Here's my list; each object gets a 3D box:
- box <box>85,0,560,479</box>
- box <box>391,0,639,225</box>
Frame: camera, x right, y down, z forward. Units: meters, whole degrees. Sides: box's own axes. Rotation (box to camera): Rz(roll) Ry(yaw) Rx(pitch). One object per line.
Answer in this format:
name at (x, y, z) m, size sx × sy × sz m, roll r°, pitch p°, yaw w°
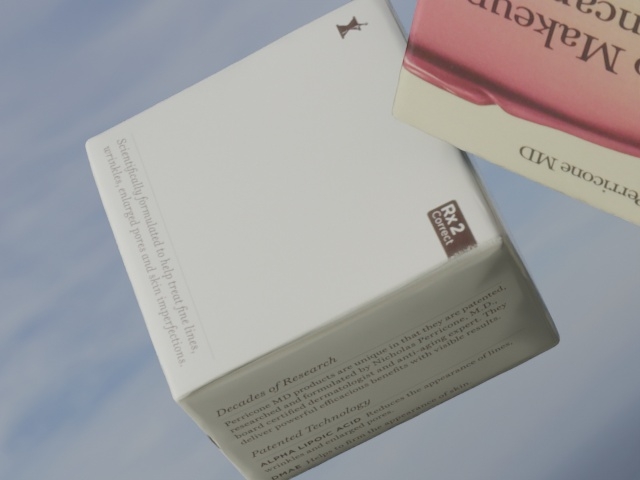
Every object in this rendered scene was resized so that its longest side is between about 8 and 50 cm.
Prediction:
box at (0.000, 0.000, 0.989) m, size 0.182 × 0.181 × 0.119 m, roll -27°, pitch -37°, yaw 5°
box at (0.136, -0.142, 0.858) m, size 0.127 × 0.148 × 0.232 m, roll -57°, pitch -14°, yaw -39°
